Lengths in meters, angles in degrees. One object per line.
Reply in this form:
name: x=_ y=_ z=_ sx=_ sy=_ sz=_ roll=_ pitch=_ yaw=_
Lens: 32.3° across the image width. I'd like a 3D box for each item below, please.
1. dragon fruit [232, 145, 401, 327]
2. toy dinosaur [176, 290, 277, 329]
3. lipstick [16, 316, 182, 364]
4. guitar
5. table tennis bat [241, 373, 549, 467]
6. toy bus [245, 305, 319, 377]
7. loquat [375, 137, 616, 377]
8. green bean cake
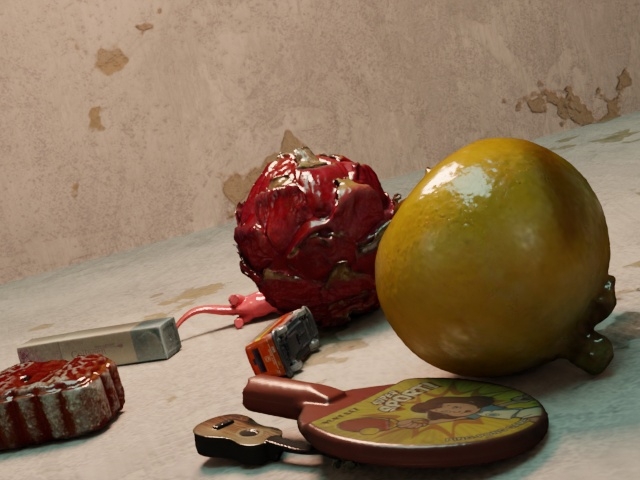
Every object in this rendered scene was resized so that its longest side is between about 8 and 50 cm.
dragon fruit: x=0.002 y=0.000 z=1.981 sx=0.329 sy=0.329 sz=0.329 roll=-13 pitch=10 yaw=2
toy dinosaur: x=-0.150 y=0.133 z=2.174 sx=0.286 sy=0.070 sz=0.139 roll=-16 pitch=-1 yaw=1
lipstick: x=-0.420 y=0.202 z=2.086 sx=0.318 sy=0.066 sz=0.068 roll=-10 pitch=11 yaw=21
guitar: x=-0.047 y=0.256 z=1.366 sx=0.271 sy=0.038 sz=0.084 roll=2 pitch=15 yaw=42
table tennis bat: x=0.075 y=0.211 z=1.340 sx=0.415 sy=0.051 sz=0.268 roll=3 pitch=11 yaw=38
toy bus: x=-0.060 y=0.166 z=1.793 sx=0.077 sy=0.079 sz=0.174 roll=-20 pitch=7 yaw=20
loquat: x=0.249 y=0.042 z=1.472 sx=0.328 sy=0.359 sz=0.328 roll=-38 pitch=-22 yaw=-18
green bean cake: x=-0.428 y=0.248 z=1.745 sx=0.233 sy=0.097 sz=0.198 roll=-12 pitch=10 yaw=13
